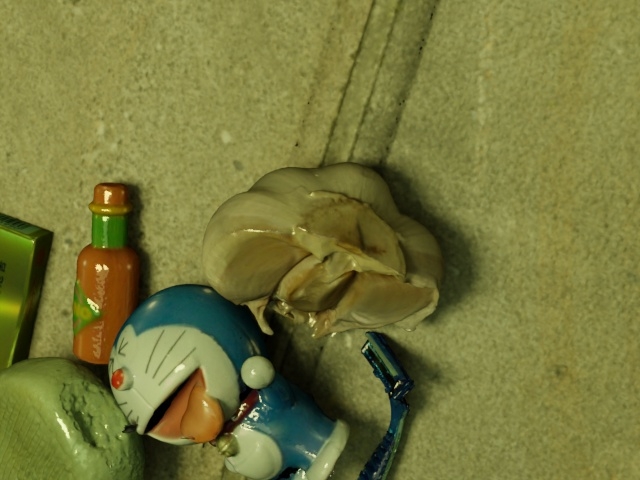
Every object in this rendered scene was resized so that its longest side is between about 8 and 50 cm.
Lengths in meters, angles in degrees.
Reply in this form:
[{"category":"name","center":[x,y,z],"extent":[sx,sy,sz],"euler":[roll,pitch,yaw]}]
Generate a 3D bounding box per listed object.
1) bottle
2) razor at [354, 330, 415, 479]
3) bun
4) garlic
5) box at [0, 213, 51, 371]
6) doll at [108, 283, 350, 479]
[{"category":"bottle","center":[-0.222,0.032,1.131],"extent":[0.069,0.069,0.187],"euler":[8,103,13]},{"category":"razor","center":[0.039,0.257,1.120],"extent":[0.056,0.093,0.324],"euler":[8,112,-23]},{"category":"bun","center":[-0.267,0.222,1.148],"extent":[0.221,0.108,0.221],"euler":[17,117,36]},{"category":"garlic","center":[0.000,0.000,1.027],"extent":[0.229,0.143,0.178],"euler":[10,149,-19]},{"category":"box","center":[-0.459,0.022,1.205],"extent":[0.311,0.043,0.173],"euler":[19,106,10]},{"category":"doll","center":[-0.096,0.163,1.080],"extent":[0.257,0.161,0.215],"euler":[37,137,2]}]
